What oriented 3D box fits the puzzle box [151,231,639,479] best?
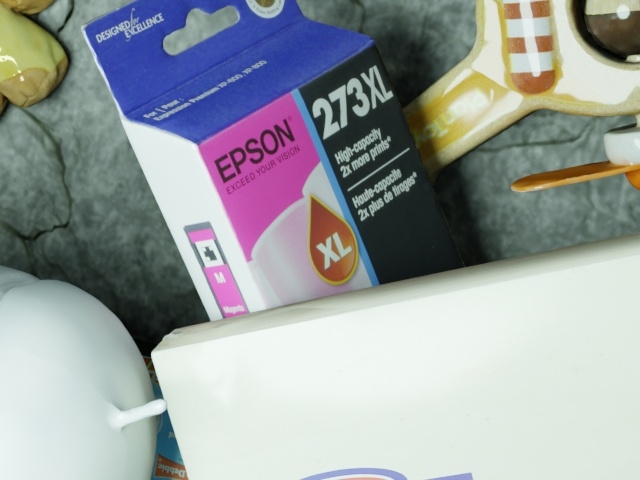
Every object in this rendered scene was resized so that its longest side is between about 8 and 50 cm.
[{"bbox_3d":[0.130,0.141,0.886,0.409,0.052,0.272,-11,103,15],"label":"puzzle box"}]

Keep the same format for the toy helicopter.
[{"bbox_3d":[0.147,-0.103,1.045,0.355,0.140,0.235,-36,90,27],"label":"toy helicopter"}]

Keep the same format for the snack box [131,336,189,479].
[{"bbox_3d":[-0.168,0.103,1.104,0.322,0.187,0.060,14,96,17],"label":"snack box"}]

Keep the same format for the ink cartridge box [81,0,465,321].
[{"bbox_3d":[0.000,0.000,0.996,0.069,0.176,0.371,-12,108,47],"label":"ink cartridge box"}]

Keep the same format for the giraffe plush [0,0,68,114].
[{"bbox_3d":[-0.302,-0.186,1.149,0.181,0.170,0.210,-20,85,18],"label":"giraffe plush"}]

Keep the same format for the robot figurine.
[{"bbox_3d":[-0.247,0.103,0.927,0.353,0.200,0.300,13,136,18],"label":"robot figurine"}]
